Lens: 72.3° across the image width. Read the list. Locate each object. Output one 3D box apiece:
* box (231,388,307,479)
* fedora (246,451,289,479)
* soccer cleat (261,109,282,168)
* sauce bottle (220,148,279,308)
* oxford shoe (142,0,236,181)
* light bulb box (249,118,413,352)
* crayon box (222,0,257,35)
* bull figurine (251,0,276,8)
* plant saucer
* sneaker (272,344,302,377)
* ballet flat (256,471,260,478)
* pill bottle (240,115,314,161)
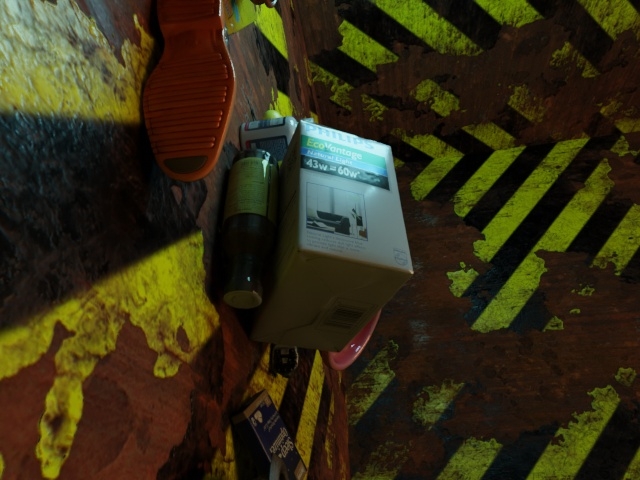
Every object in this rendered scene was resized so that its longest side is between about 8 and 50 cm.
[{"bbox_3d":[-0.086,0.415,0.848,0.225,0.037,0.136,63,8,6],"label":"box"},{"bbox_3d":[-0.107,0.446,0.627,0.275,0.125,0.243,-138,-136,-88],"label":"fedora"},{"bbox_3d":[-0.103,-0.212,1.204,0.094,0.121,0.288,-11,103,-38],"label":"soccer cleat"},{"bbox_3d":[-0.142,-0.032,0.873,0.111,0.112,0.344,74,12,-52],"label":"sauce bottle"},{"bbox_3d":[-0.184,-0.236,0.683,0.132,0.130,0.363,86,1,-67],"label":"oxford shoe"},{"bbox_3d":[0.000,0.000,0.971,0.357,0.226,0.360,121,-24,-47],"label":"light bulb box"},{"bbox_3d":[-0.213,-0.527,0.875,0.318,0.081,0.202,-86,167,-59],"label":"crayon box"},{"bbox_3d":[-0.139,-0.599,0.804,0.188,0.101,0.310,-90,169,-56],"label":"bull figurine"},{"bbox_3d":[0.082,0.204,1.259,0.332,0.084,0.331,-40,140,-45],"label":"plant saucer"},{"bbox_3d":[-0.088,0.263,1.181,0.106,0.078,0.234,84,4,-53],"label":"sneaker"},{"bbox_3d":[-0.099,0.518,0.855,0.248,0.086,0.086,-82,164,-68],"label":"ballet flat"},{"bbox_3d":[-0.102,-0.255,1.106,0.108,0.180,0.107,-6,90,-83],"label":"pill bottle"}]
